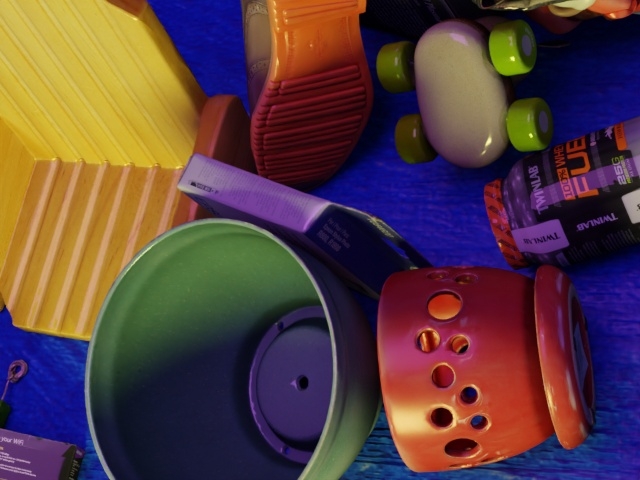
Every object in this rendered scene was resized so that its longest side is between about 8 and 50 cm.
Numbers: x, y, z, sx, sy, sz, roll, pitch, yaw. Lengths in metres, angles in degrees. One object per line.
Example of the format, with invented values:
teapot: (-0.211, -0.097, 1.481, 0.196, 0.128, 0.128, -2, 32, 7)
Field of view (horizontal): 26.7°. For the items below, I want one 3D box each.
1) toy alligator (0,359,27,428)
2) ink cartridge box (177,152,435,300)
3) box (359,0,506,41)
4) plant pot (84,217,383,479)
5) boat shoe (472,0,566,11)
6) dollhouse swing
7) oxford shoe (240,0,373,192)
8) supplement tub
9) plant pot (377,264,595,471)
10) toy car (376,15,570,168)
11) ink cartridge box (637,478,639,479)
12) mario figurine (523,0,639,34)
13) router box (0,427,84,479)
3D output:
toy alligator: (-0.391, 0.222, 1.562, 0.056, 0.051, 0.190, 9, 74, 29)
ink cartridge box: (0.000, 0.000, 1.353, 0.224, 0.223, 0.045, 19, 79, 33)
box: (0.094, -0.419, 1.501, 0.312, 0.179, 0.343, 22, 81, 32)
plant pot: (-0.056, 0.138, 1.326, 0.293, 0.196, 0.293, -7, 78, 33)
boat shoe: (0.115, -0.297, 1.274, 0.340, 0.127, 0.158, 4, 91, 39)
dollhouse swing: (-0.290, -0.080, 1.486, 0.346, 0.305, 0.315, 6, 73, 28)
oxford shoe: (-0.022, -0.204, 1.406, 0.129, 0.364, 0.133, -10, 46, -18)
supplement tub: (0.262, -0.043, 1.300, 0.190, 0.117, 0.117, -20, 62, 18)
plant pot: (0.157, 0.111, 1.250, 0.174, 0.191, 0.191, -11, 65, 17)
toy car: (0.175, -0.167, 1.374, 0.155, 0.188, 0.149, -5, 108, 34)
ink cartridge box: (0.353, 0.280, 1.014, 0.395, 0.151, 0.270, -48, 53, 33)
mario figurine: (0.325, -0.285, 1.328, 0.320, 0.198, 0.170, 12, 89, 26)
router box: (-0.366, 0.275, 1.495, 0.178, 0.046, 0.133, 12, 74, 6)
